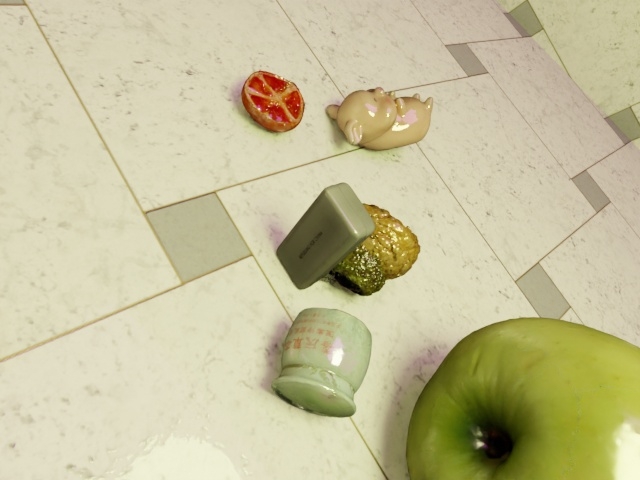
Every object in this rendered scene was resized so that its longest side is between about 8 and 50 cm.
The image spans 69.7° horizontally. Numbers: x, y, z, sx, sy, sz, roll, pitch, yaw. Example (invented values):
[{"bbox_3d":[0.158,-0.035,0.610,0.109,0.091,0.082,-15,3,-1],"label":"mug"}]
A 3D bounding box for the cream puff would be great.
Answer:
[{"bbox_3d":[0.084,0.034,0.924,0.183,0.183,0.169,39,73,-5],"label":"cream puff"}]

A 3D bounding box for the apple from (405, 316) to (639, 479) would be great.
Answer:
[{"bbox_3d":[0.377,0.351,0.707,0.474,0.473,0.473,15,56,-23],"label":"apple"}]

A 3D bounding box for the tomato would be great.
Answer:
[{"bbox_3d":[-0.115,-0.307,1.046,0.156,0.069,0.155,17,56,-26],"label":"tomato"}]

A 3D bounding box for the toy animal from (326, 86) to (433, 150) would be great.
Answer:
[{"bbox_3d":[0.156,-0.303,1.158,0.250,0.154,0.166,1,20,-22],"label":"toy animal"}]

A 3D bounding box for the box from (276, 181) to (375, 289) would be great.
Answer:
[{"bbox_3d":[0.000,0.000,0.818,0.055,0.243,0.103,-26,78,-35],"label":"box"}]

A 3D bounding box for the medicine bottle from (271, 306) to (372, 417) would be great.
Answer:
[{"bbox_3d":[0.004,0.204,0.763,0.147,0.147,0.143,30,53,-12],"label":"medicine bottle"}]
